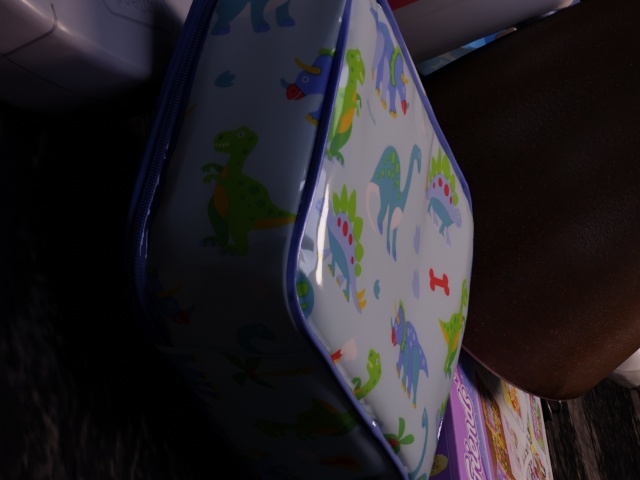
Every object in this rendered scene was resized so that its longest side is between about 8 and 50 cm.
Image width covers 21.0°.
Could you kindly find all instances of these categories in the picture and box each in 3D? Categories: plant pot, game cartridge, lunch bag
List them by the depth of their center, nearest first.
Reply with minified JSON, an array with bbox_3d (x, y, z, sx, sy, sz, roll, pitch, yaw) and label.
[{"bbox_3d":[-0.114,-0.147,0.692,0.297,0.062,0.198,4,72,-73],"label":"game cartridge"},{"bbox_3d":[0.000,0.000,0.727,0.219,0.090,0.176,60,38,-55],"label":"lunch bag"},{"bbox_3d":[0.179,-0.057,0.989,0.215,0.230,0.215,34,35,-29],"label":"plant pot"}]

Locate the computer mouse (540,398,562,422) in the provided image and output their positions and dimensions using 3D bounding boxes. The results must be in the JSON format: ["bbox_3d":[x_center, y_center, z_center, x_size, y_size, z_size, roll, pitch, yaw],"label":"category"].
[{"bbox_3d":[0.182,0.081,1.445,0.106,0.042,0.193,65,21,-3],"label":"computer mouse"}]

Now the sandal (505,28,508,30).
[{"bbox_3d":[0.161,-0.246,1.642,0.167,0.107,0.446,-85,151,-56],"label":"sandal"}]

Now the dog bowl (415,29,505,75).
[{"bbox_3d":[0.072,-0.234,1.389,0.297,0.074,0.166,40,34,-60],"label":"dog bowl"}]

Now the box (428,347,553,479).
[{"bbox_3d":[0.085,0.124,1.026,0.293,0.057,0.201,-93,158,-45],"label":"box"}]

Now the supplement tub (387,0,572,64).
[{"bbox_3d":[0.033,-0.243,1.046,0.191,0.191,0.272,-36,106,-74],"label":"supplement tub"}]

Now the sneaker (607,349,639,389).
[{"bbox_3d":[0.205,-0.012,1.383,0.111,0.129,0.297,33,26,-47],"label":"sneaker"}]

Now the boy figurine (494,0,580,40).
[{"bbox_3d":[0.184,-0.103,1.316,0.177,0.092,0.285,10,67,-60],"label":"boy figurine"}]
